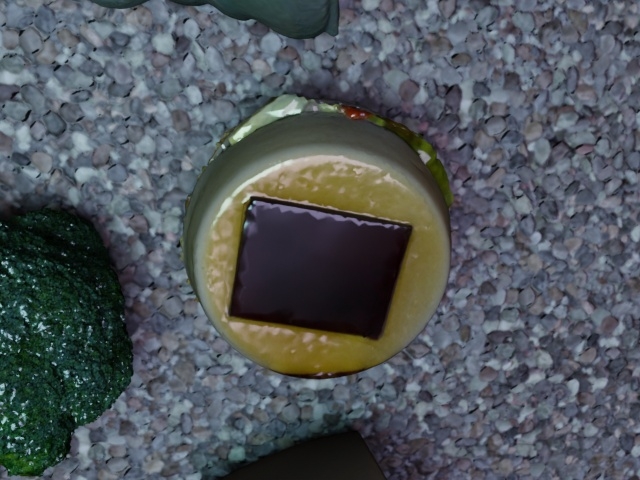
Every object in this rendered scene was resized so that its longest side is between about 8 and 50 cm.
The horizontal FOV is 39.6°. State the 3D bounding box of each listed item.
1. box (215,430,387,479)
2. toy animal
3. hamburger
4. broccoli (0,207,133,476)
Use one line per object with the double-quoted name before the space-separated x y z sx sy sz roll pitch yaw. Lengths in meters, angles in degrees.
"box" 0.009 0.368 1.003 0.216 0.301 0.301 -30 111 -6
"toy animal" -0.102 -0.267 0.848 0.251 0.125 0.127 6 136 6
"hamburger" 0.000 0.000 0.926 0.302 0.170 0.302 -2 112 -4
"broccoli" -0.320 0.092 0.897 0.269 0.269 0.254 -33 107 4
